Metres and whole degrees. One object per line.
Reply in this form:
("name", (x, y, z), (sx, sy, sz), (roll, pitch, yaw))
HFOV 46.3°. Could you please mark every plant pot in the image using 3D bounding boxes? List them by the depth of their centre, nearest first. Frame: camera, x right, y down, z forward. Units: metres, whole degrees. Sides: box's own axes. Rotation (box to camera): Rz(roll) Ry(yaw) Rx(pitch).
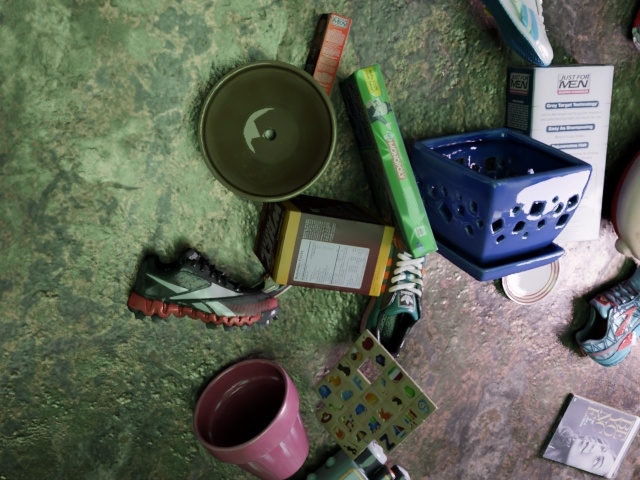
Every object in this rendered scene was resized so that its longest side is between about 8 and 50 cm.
("plant pot", (-0.090, -0.187, 1.308), (0.237, 0.110, 0.238), (0, 95, -2))
("plant pot", (0.315, -0.064, 1.369), (0.235, 0.236, 0.212), (-13, 120, -26))
("plant pot", (-0.114, 0.359, 1.431), (0.201, 0.201, 0.180), (-33, 126, -5))

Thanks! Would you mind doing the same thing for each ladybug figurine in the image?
("ladybug figurine", (0.776, -0.128, 1.565), (0.449, 0.162, 0.305), (-36, 112, -5))

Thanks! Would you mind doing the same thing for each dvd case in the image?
("dvd case", (0.641, 0.463, 1.765), (0.221, 0.018, 0.165), (21, 98, -21))

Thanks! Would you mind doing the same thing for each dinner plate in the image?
("dinner plate", (0.448, 0.069, 1.601), (0.141, 0.017, 0.141), (-4, 106, -14))

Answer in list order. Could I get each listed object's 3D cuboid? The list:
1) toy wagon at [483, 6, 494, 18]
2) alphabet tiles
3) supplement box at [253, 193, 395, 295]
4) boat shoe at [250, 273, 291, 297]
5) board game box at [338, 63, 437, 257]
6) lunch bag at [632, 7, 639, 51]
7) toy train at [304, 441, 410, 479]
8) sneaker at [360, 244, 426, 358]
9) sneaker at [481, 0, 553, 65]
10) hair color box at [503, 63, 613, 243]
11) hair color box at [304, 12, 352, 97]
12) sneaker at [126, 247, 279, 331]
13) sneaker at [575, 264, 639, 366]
("toy wagon", (0.357, -0.578, 1.370), (0.267, 0.068, 0.345), (10, 103, -18))
("alphabet tiles", (0.090, 0.321, 1.470), (0.198, 0.009, 0.237), (47, 121, 16))
("supplement box", (0.000, 0.000, 1.356), (0.194, 0.191, 0.129), (8, 103, -19))
("boat shoe", (-0.100, 0.088, 1.430), (0.137, 0.049, 0.043), (-36, 109, 1))
("board game box", (0.112, -0.136, 1.307), (0.046, 0.213, 0.318), (-19, 98, -4))
("lunch bag", (0.755, -0.493, 1.482), (0.258, 0.120, 0.293), (17, 100, -19))
("toy train", (0.027, 0.559, 1.554), (0.334, 0.142, 0.190), (-39, 102, -3))
("sneaker", (0.162, 0.089, 1.466), (0.108, 0.121, 0.302), (9, 101, -17))
("sneaker", (0.361, -0.413, 1.337), (0.092, 0.087, 0.229), (-41, 114, -4))
("hair color box", (0.466, -0.172, 1.492), (0.173, 0.105, 0.348), (-5, 106, -14))
("hair color box", (0.008, -0.329, 1.333), (0.043, 0.072, 0.141), (14, 100, -20))
("sneaker", (-0.206, 0.086, 1.353), (0.275, 0.097, 0.135), (8, 99, -4))
("sneaker", (0.657, 0.149, 1.639), (0.125, 0.104, 0.262), (27, 96, -19))
